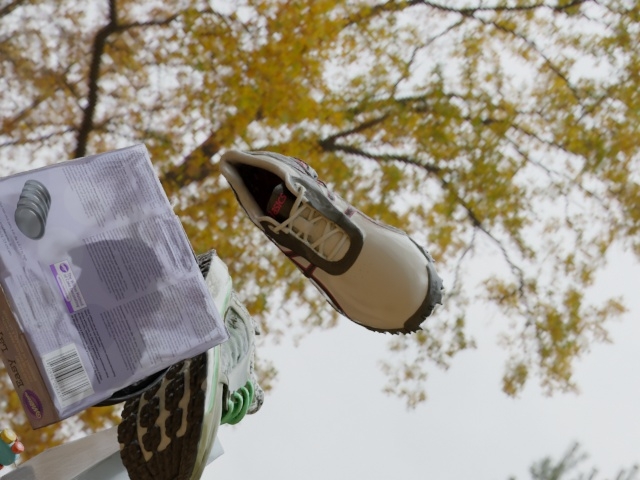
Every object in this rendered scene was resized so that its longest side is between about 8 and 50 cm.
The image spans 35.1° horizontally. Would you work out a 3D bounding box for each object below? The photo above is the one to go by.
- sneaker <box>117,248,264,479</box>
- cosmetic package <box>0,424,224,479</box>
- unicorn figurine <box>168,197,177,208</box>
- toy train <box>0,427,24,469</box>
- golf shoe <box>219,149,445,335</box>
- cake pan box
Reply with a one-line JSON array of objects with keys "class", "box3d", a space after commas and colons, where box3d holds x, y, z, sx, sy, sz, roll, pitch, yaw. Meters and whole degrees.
[{"class": "sneaker", "box3d": [-0.132, 0.185, 1.313, 0.158, 0.410, 0.182, -35, -62, 25]}, {"class": "cosmetic package", "box3d": [-0.358, 0.351, 1.393, 0.377, 0.284, 0.097, -23, -85, 38]}, {"class": "unicorn figurine", "box3d": [-0.232, -0.016, 1.300, 0.060, 0.111, 0.162, 25, -35, -2]}, {"class": "toy train", "box3d": [-0.555, 0.347, 1.646, 0.166, 0.046, 0.125, 10, -79, 7]}, {"class": "golf shoe", "box3d": [0.000, 0.000, 1.006, 0.273, 0.105, 0.120, 37, 7, 34]}, {"class": "cake pan box", "box3d": [-0.244, 0.043, 1.094, 0.070, 0.245, 0.267, -25, -90, 45]}]
